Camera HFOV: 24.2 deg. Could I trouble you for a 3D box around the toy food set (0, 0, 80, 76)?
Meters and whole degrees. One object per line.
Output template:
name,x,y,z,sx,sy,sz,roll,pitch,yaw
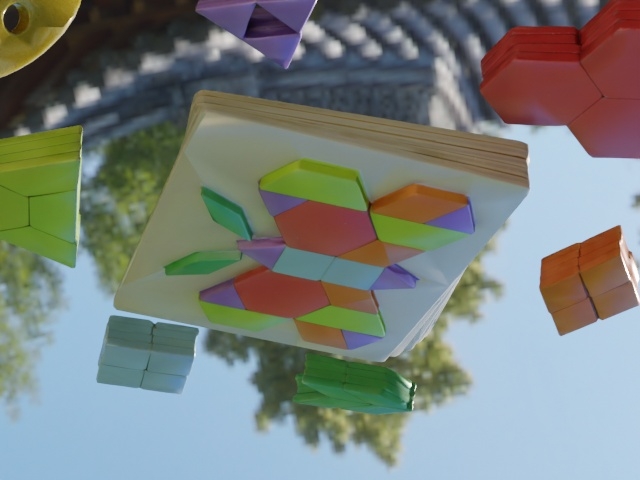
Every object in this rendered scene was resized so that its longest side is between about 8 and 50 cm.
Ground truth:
toy food set,-0.170,-0.152,0.524,0.071,0.218,0.128,15,-119,43

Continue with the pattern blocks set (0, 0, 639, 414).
pattern blocks set,0.000,0.000,0.633,0.285,0.325,0.026,4,-121,-1
